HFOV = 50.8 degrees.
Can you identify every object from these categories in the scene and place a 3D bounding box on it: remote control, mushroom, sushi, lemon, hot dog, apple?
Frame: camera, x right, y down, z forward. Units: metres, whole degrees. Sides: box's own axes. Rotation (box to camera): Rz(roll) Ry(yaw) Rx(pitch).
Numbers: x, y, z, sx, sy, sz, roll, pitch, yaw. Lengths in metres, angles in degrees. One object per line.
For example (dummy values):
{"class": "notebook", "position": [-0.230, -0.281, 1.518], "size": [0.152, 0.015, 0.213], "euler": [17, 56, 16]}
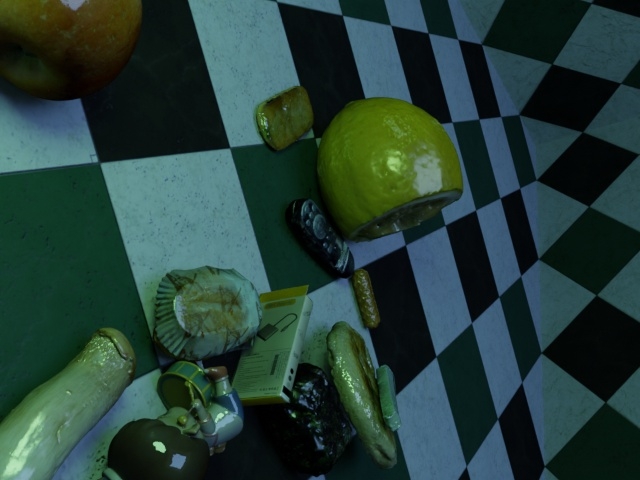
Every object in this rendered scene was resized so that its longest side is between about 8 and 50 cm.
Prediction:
{"class": "remote control", "position": [0.000, 0.000, 1.585], "size": [0.266, 0.066, 0.090], "euler": [51, 53, -41]}
{"class": "mushroom", "position": [-0.357, 0.260, 0.886], "size": [0.351, 0.095, 0.122], "euler": [-61, 146, -46]}
{"class": "sushi", "position": [-0.030, 0.357, 1.329], "size": [0.127, 0.124, 0.225], "euler": [-46, 124, -50]}
{"class": "lemon", "position": [0.154, -0.188, 1.641], "size": [0.364, 0.364, 0.364], "euler": [28, 56, -50]}
{"class": "hot dog", "position": [-0.199, 0.126, 1.196], "size": [0.270, 0.082, 0.162], "euler": [0, 77, -61]}
{"class": "apple", "position": [-0.382, -0.319, 0.948], "size": [0.253, 0.254, 0.253], "euler": [28, 56, -50]}

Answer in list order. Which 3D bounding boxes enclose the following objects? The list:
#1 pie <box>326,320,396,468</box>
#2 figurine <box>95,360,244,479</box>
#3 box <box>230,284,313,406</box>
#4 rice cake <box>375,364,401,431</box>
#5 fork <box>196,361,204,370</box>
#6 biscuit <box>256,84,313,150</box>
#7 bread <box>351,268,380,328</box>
{"class": "pie", "position": [0.092, 0.333, 1.479], "size": [0.337, 0.075, 0.337], "euler": [-20, 90, -84]}
{"class": "figurine", "position": [-0.233, 0.308, 1.020], "size": [0.158, 0.161, 0.275], "euler": [32, 33, 7]}
{"class": "box", "position": [-0.091, 0.200, 1.289], "size": [0.033, 0.129, 0.247], "euler": [51, 40, -36]}
{"class": "rice cake", "position": [0.147, 0.336, 1.447], "size": [0.043, 0.034, 0.211], "euler": [61, 9, -17]}
{"class": "fork", "position": [-0.206, 0.238, 1.203], "size": [0.016, 0.012, 0.115], "euler": [-47, 119, -46]}
{"class": "biscuit", "position": [-0.079, -0.292, 1.594], "size": [0.247, 0.029, 0.118], "euler": [-45, 123, -54]}
{"class": "bread", "position": [0.115, 0.148, 1.712], "size": [0.052, 0.044, 0.157], "euler": [-22, 98, -64]}
